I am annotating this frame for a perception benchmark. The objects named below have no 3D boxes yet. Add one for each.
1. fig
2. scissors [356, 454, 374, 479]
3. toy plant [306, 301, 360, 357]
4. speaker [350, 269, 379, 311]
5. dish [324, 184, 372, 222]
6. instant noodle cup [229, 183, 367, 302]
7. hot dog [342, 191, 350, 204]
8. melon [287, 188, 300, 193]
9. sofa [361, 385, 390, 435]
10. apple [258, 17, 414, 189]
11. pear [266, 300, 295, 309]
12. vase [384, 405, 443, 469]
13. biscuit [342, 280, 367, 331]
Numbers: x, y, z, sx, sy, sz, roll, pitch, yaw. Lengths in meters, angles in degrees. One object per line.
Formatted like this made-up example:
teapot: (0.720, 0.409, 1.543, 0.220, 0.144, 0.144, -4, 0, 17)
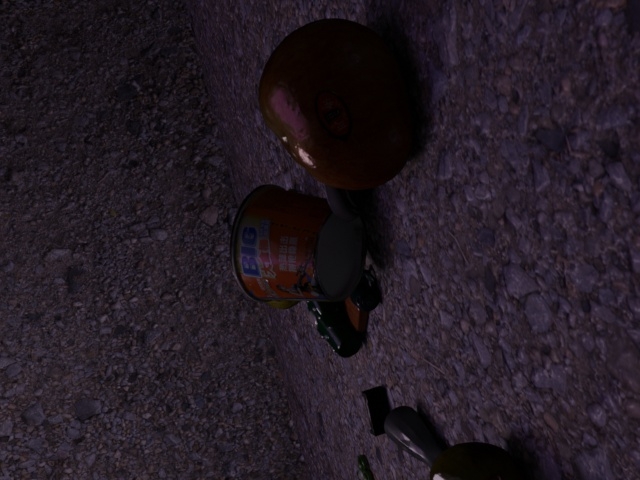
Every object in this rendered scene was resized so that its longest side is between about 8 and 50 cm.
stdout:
fig: (0.264, 0.402, 1.175, 0.154, 0.144, 0.165, 49, 173, 1)
scissors: (0.136, 0.767, 2.350, 0.204, 0.027, 0.101, 103, 151, -60)
toy plant: (0.030, 0.216, 2.004, 0.243, 0.113, 0.232, 58, 177, 14)
speaker: (0.113, 0.120, 1.737, 0.094, 0.060, 0.075, -67, 18, 3)
dish: (0.077, -0.115, 1.573, 0.141, 0.078, 0.141, 27, -123, -51)
instant noodle cup: (-0.039, 0.017, 1.667, 0.214, 0.296, 0.296, 6, 117, 33)
hot dog: (0.052, -0.099, 1.763, 0.062, 0.038, 0.144, 177, 81, -79)
melon: (-0.092, -0.073, 2.357, 0.114, 0.053, 0.261, -108, 12, -48)
sofa: (0.150, 0.448, 1.888, 0.039, 0.060, 0.117, 172, 84, -73)
apple: (0.021, -0.235, 1.296, 0.277, 0.250, 0.309, 135, 117, -74)
pear: (-0.111, 0.051, 2.131, 0.269, 0.269, 0.321, -127, 39, -58)
vase: (0.222, 0.445, 1.564, 0.214, 0.086, 0.086, -145, 42, -63)
biscuit: (0.068, 0.095, 1.885, 0.284, 0.043, 0.306, -168, 64, -75)
